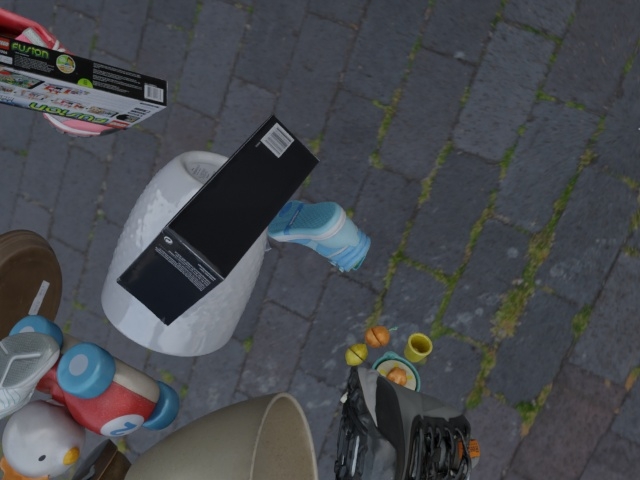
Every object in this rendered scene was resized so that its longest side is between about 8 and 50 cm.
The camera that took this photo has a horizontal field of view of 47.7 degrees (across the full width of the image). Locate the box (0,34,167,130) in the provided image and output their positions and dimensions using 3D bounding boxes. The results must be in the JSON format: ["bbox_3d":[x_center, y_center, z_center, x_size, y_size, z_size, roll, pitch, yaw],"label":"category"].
[{"bbox_3d":[-0.300,-0.181,0.855,0.114,0.207,0.036,-12,75,47],"label":"box"}]

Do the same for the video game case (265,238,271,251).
[{"bbox_3d":[-0.300,-0.019,2.065,0.274,0.026,0.196,-19,78,-11],"label":"video game case"}]

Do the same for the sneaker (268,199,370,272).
[{"bbox_3d":[0.000,0.000,1.883,0.319,0.208,0.127,9,61,57],"label":"sneaker"}]

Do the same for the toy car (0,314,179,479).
[{"bbox_3d":[-0.366,0.268,1.045,0.210,0.219,0.238,19,72,29],"label":"toy car"}]

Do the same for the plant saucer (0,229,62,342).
[{"bbox_3d":[-0.566,0.118,1.333,0.041,0.278,0.277,15,104,15],"label":"plant saucer"}]

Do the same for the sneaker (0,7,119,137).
[{"bbox_3d":[-0.459,-0.285,1.213,0.314,0.116,0.136,31,154,6],"label":"sneaker"}]

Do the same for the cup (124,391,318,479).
[{"bbox_3d":[-0.157,0.399,1.079,0.237,0.331,0.331,-5,96,14],"label":"cup"}]

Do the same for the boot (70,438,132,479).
[{"bbox_3d":[-0.397,0.479,1.221,0.112,0.305,0.115,-35,104,29],"label":"boot"}]

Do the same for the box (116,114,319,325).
[{"bbox_3d":[-0.138,-0.029,0.997,0.103,0.261,0.184,45,139,-11],"label":"box"}]

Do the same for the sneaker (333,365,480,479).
[{"bbox_3d":[0.073,0.158,0.574,0.108,0.271,0.100,8,81,14],"label":"sneaker"}]

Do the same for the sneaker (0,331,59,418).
[{"bbox_3d":[-0.311,0.140,0.726,0.152,0.061,0.053,-35,62,16],"label":"sneaker"}]

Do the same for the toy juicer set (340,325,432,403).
[{"bbox_3d":[0.158,0.346,1.870,0.209,0.329,0.089,25,140,1],"label":"toy juicer set"}]

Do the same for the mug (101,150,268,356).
[{"bbox_3d":[-0.229,-0.008,1.430,0.276,0.374,0.328,28,116,5],"label":"mug"}]
